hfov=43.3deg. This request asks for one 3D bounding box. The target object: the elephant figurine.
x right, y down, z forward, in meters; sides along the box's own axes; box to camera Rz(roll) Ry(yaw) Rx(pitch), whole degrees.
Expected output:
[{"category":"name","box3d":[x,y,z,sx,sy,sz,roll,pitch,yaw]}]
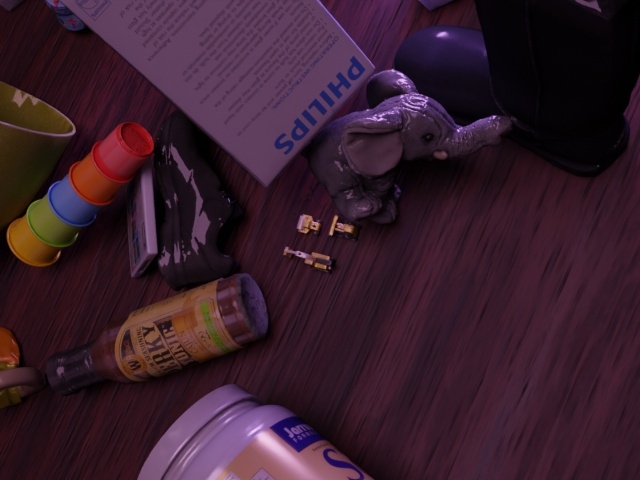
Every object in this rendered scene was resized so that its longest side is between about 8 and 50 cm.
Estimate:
[{"category":"elephant figurine","box3d":[0.100,-0.145,1.092,0.239,0.186,0.169,-50,49,44]}]

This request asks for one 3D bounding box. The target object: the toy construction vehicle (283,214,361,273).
[{"category":"toy construction vehicle","box3d":[0.000,0.000,1.202,0.098,0.035,0.086,18,84,22]}]

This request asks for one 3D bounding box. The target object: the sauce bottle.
[{"category":"sauce bottle","box3d":[-0.249,0.153,1.213,0.344,0.111,0.111,-22,71,14]}]

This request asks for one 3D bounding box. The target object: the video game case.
[{"category":"video game case","box3d":[-0.281,-0.035,1.262,0.019,0.143,0.157,-1,73,-23]}]

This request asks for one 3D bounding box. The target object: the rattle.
[{"category":"rattle","box3d":[-0.521,0.188,1.246,0.130,0.199,0.143,-9,75,17]}]

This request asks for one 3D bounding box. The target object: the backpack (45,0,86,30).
[{"category":"backpack","box3d":[-0.419,-0.463,1.411,0.173,0.117,0.158,-28,69,14]}]

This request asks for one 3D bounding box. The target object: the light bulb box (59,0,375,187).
[{"category":"light bulb box","box3d":[-0.172,-0.316,1.096,0.225,0.361,0.358,-46,37,3]}]

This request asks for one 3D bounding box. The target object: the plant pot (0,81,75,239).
[{"category":"plant pot","box3d":[-0.591,-0.104,1.326,0.274,0.275,0.294,32,104,22]}]

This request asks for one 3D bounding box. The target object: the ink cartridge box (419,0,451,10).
[{"category":"ink cartridge box","box3d":[0.220,-0.432,1.195,0.180,0.060,0.104,-20,71,27]}]

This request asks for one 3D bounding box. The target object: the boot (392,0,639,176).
[{"category":"boot","box3d":[0.209,-0.255,0.968,0.367,0.445,0.146,27,87,22]}]

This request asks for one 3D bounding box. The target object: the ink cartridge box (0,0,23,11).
[{"category":"ink cartridge box","box3d":[-0.565,-0.511,1.502,0.135,0.056,0.099,-35,70,8]}]

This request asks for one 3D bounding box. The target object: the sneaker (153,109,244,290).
[{"category":"sneaker","box3d":[-0.186,-0.067,1.258,0.130,0.109,0.286,-7,82,7]}]

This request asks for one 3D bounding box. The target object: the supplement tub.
[{"category":"supplement tub","box3d":[-0.049,0.363,1.024,0.331,0.241,0.241,36,90,22]}]

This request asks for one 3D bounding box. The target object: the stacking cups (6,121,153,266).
[{"category":"stacking cups","box3d":[-0.376,-0.077,1.249,0.316,0.096,0.096,-39,66,34]}]
